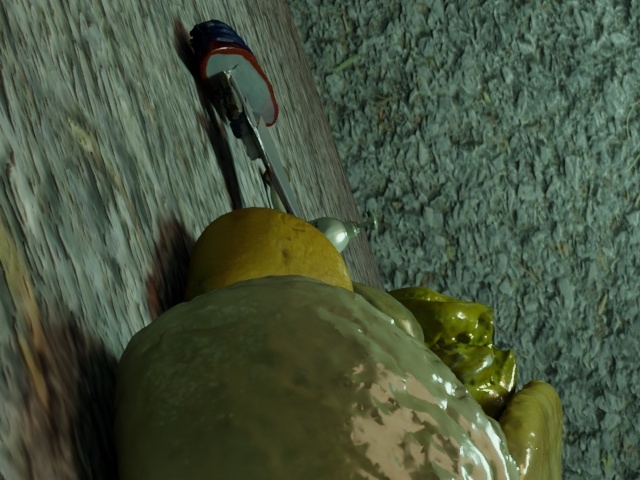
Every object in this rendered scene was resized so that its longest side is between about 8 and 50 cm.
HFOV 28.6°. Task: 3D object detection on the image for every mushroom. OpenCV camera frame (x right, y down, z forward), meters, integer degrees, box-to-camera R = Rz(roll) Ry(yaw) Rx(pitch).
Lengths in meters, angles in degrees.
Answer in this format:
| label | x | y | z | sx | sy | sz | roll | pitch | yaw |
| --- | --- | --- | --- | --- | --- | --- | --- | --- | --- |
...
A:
| label | x | y | z | sx | sy | sz | roll | pitch | yaw |
| --- | --- | --- | --- | --- | --- | --- | --- | --- | --- |
| mushroom | -0.028 | 0.036 | 1.787 | 0.068 | 0.043 | 0.306 | -1 | 73 | -64 |

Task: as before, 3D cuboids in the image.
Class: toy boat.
| label | x | y | z | sx | sy | sz | roll | pitch | yaw |
| --- | --- | --- | --- | --- | --- | --- | --- | --- | --- |
| toy boat | -0.066 | -0.127 | 1.544 | 0.318 | 0.072 | 0.219 | 61 | 6 | -2 |

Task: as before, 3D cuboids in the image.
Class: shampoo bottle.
| label | x | y | z | sx | sy | sz | roll | pitch | yaw |
| --- | --- | --- | --- | --- | --- | --- | --- | --- | --- |
| shampoo bottle | 0.000 | 0.000 | 1.562 | 0.077 | 0.152 | 0.045 | -93 | 165 | -66 |

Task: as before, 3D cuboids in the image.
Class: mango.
| label | x | y | z | sx | sy | sz | roll | pitch | yaw |
| --- | --- | --- | --- | --- | --- | --- | --- | --- | --- |
| mango | -0.045 | 0.054 | 1.112 | 0.176 | 0.119 | 0.317 | 64 | 12 | 0 |

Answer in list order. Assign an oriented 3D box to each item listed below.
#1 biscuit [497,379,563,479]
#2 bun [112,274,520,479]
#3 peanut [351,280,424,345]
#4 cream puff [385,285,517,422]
| label | x | y | z | sx | sy | sz | roll | pitch | yaw |
| --- | --- | --- | --- | --- | --- | --- | --- | --- | --- |
| biscuit | 0.253 | 0.403 | 1.634 | 0.446 | 0.104 | 0.429 | 11 | 88 | -74 |
| bun | 0.019 | 0.186 | 0.804 | 0.349 | 0.227 | 0.352 | -39 | 109 | -82 |
| peanut | 0.067 | 0.165 | 1.589 | 0.159 | 0.143 | 0.291 | -46 | -119 | 50 |
| cream puff | 0.162 | 0.227 | 1.803 | 0.324 | 0.257 | 0.291 | -107 | 178 | -60 |
